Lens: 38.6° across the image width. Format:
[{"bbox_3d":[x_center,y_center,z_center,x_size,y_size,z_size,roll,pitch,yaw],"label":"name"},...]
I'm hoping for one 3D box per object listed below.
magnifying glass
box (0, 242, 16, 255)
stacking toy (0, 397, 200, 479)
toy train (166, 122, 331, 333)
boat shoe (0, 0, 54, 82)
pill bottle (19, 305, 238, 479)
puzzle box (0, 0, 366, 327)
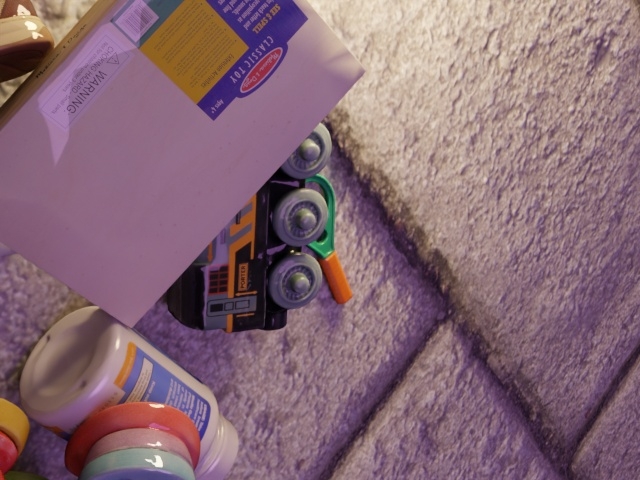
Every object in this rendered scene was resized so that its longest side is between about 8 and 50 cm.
[{"bbox_3d":[0.000,0.000,1.331,0.092,0.026,0.231,-39,126,-23],"label":"magnifying glass"},{"bbox_3d":[-0.399,-0.045,0.956,0.186,0.038,0.145,-11,113,-39],"label":"box"},{"bbox_3d":[-0.289,0.302,1.006,0.309,0.130,0.279,3,133,-13],"label":"stacking toy"},{"bbox_3d":[-0.098,-0.036,1.161,0.190,0.142,0.334,-6,110,-29],"label":"toy train"},{"bbox_3d":[-0.425,-0.190,0.842,0.342,0.123,0.123,-22,88,-32],"label":"boat shoe"},{"bbox_3d":[-0.223,0.211,1.129,0.152,0.152,0.272,-52,132,-13],"label":"pill bottle"},{"bbox_3d":[-0.168,-0.127,0.984,0.409,0.052,0.272,-47,128,-1],"label":"puzzle box"}]
